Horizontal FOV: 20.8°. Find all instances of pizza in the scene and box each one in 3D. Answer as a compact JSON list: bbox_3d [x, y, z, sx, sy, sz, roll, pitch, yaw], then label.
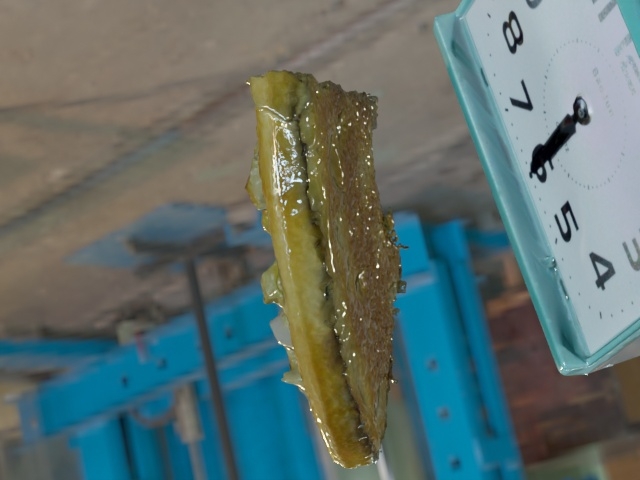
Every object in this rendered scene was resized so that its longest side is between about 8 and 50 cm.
[{"bbox_3d":[0.000,0.000,1.318,0.089,0.323,0.223,-4,-155,14],"label":"pizza"}]

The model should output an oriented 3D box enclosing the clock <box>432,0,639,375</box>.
[{"bbox_3d":[0.188,-0.081,1.053,0.116,0.262,0.231,-11,159,-23],"label":"clock"}]
